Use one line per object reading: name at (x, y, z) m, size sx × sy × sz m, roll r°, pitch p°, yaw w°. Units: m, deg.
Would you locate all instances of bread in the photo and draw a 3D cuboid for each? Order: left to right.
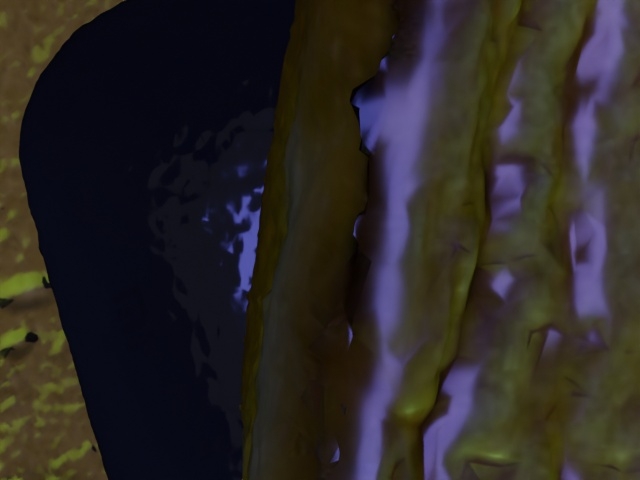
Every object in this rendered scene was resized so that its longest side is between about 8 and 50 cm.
bread at (0.140, 0.065, 0.426) m, size 0.328 × 0.148 × 0.337 m, roll 3°, pitch 94°, yaw -5°

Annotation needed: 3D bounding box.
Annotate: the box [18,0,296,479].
box at (0.000, 0.000, 0.537) m, size 0.201 × 0.042 × 0.212 m, roll -23°, pitch 84°, yaw 17°
